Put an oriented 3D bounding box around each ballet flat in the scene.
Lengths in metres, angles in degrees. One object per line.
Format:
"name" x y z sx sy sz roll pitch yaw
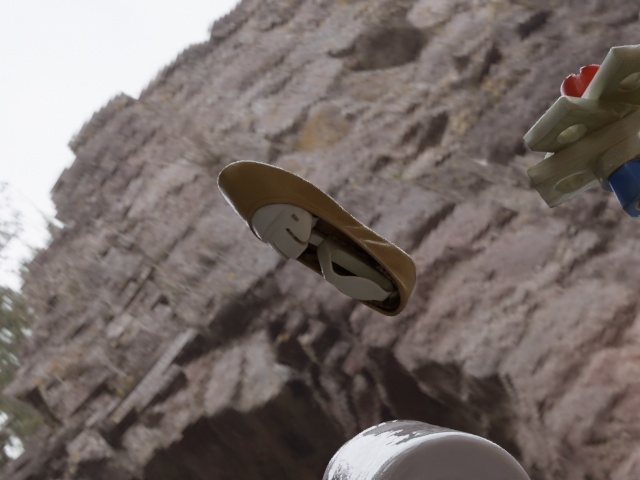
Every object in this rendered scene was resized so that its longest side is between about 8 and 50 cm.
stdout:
"ballet flat" 0.000 0.000 1.388 0.232 0.073 0.080 29 -52 -18

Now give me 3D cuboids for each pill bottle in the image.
"pill bottle" 0.112 0.316 1.655 0.204 0.361 0.204 1 -95 -9

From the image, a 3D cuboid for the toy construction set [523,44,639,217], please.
"toy construction set" 0.241 0.005 0.675 0.151 0.327 0.215 -31 -26 -13
